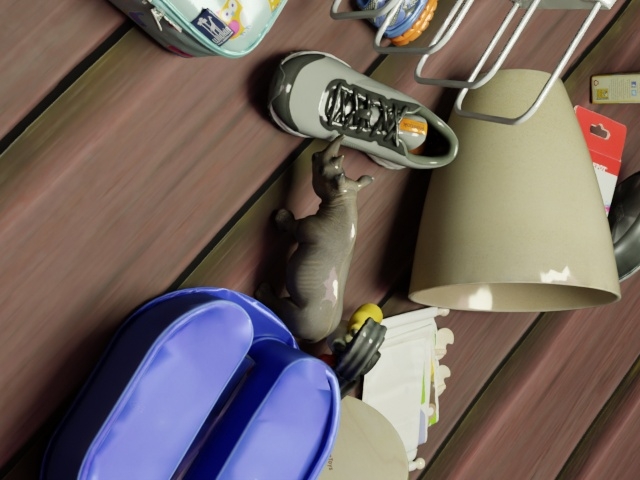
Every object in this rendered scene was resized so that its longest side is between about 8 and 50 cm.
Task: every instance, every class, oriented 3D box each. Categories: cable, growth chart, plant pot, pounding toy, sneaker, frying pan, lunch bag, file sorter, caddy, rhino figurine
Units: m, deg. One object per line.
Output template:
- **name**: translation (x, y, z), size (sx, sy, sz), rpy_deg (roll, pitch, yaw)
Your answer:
- **cable**: translation (0.019, 0.128, 1.335), size (0.139, 0.072, 0.287), rpy_deg (-50, 172, 0)
- **growth chart**: translation (0.103, 0.201, 1.564), size (0.172, 0.021, 0.237), rpy_deg (0, 100, -42)
- **plant pot**: translation (0.239, -0.062, 1.496), size (0.256, 0.256, 0.274), rpy_deg (11, 76, -43)
- **pounding toy**: translation (-0.006, 0.301, 1.414), size (0.110, 0.182, 0.237), rpy_deg (105, 13, -48)
- **sneaker**: translation (0.107, -0.342, 1.406), size (0.087, 0.083, 0.221), rpy_deg (21, 83, -37)
- **frying pan**: translation (0.469, -0.055, 1.664), size (0.053, 0.326, 0.197), rpy_deg (31, 52, -12)
- **lunch bag**: translation (-0.111, -0.329, 1.191), size (0.224, 0.107, 0.279), rpy_deg (40, 73, -40)
- **file sorter**: translation (0.127, -0.272, 1.288), size (0.277, 0.193, 0.173), rpy_deg (34, 87, -23)
- **caddy**: translation (-0.136, 0.211, 1.252), size (0.241, 0.179, 0.341), rpy_deg (36, 75, -18)
- **sneaker**: translation (0.053, -0.146, 1.382), size (0.271, 0.108, 0.100), rpy_deg (16, 91, -41)
- **rhino figurine**: translation (0.000, 0.000, 1.354), size (0.073, 0.106, 0.243), rpy_deg (7, 101, -38)

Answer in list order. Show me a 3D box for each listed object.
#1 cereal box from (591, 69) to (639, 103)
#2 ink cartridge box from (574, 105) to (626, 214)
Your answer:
- **cereal box**: translation (0.527, -0.218, 1.696), size (0.173, 0.240, 0.047), rpy_deg (-10, 101, -39)
- **ink cartridge box**: translation (0.333, -0.063, 1.669), size (0.134, 0.078, 0.231), rpy_deg (14, 91, -43)
